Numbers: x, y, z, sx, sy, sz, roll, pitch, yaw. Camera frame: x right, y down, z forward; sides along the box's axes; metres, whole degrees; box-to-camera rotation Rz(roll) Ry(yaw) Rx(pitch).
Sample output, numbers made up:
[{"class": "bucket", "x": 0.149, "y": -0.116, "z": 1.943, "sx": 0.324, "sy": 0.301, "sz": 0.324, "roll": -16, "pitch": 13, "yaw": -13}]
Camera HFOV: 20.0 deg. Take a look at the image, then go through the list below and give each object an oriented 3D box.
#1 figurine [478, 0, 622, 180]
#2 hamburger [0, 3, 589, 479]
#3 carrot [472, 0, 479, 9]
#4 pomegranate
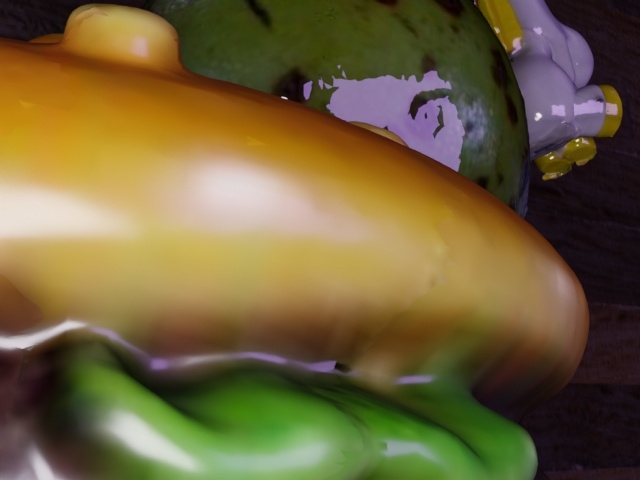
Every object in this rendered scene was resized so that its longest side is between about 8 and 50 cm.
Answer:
[{"class": "figurine", "x": 0.144, "y": -0.129, "z": 1.272, "sx": 0.129, "sy": 0.109, "sz": 0.178, "roll": 38, "pitch": 40, "yaw": -30}, {"class": "hamburger", "x": -0.088, "y": 0.075, "z": 0.609, "sx": 0.396, "sy": 0.396, "sz": 0.277, "roll": 19, "pitch": 75, "yaw": -50}, {"class": "carrot", "x": 0.030, "y": -0.219, "z": 1.163, "sx": 0.228, "sy": 0.069, "sz": 0.069, "roll": 52, "pitch": 42, "yaw": -28}, {"class": "pomegranate", "x": -0.005, "y": -0.013, "z": 0.876, "sx": 0.242, "sy": 0.242, "sz": 0.306, "roll": 50, "pitch": 20, "yaw": -32}]
